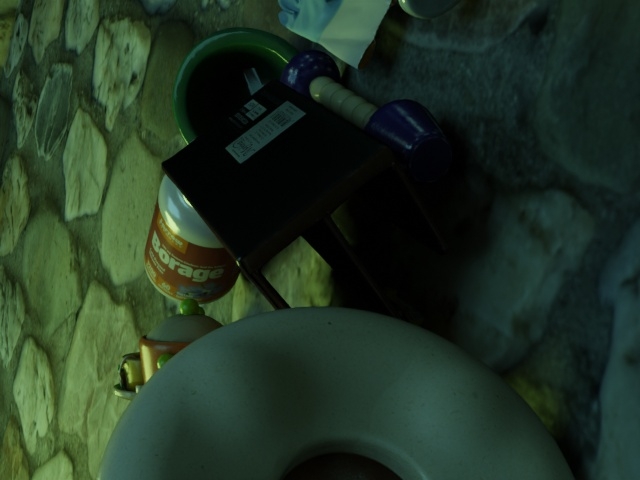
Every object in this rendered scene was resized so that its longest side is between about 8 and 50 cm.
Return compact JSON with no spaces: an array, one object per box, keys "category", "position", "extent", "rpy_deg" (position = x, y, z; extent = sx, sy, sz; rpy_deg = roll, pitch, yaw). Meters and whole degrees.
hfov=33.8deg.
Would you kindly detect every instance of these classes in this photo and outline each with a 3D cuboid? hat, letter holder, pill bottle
[{"category":"hat","position":[-0.074,-0.175,1.304],"extent":[0.208,0.183,0.173],"rpy_deg":[7,102,17]},{"category":"letter holder","position":[0.000,0.000,0.992],"extent":[0.152,0.214,0.302],"rpy_deg":[-38,27,-4]},{"category":"pill bottle","position":[-0.134,-0.024,1.221],"extent":[0.216,0.121,0.121],"rpy_deg":[116,150,-55]}]

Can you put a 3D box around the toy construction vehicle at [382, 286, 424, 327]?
[{"category":"toy construction vehicle","position":[0.070,0.102,0.976],"extent":[0.098,0.035,0.086],"rpy_deg":[54,135,49]}]

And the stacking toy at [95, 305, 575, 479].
[{"category":"stacking toy","position":[-0.024,0.313,0.864],"extent":[0.480,0.351,0.350],"rpy_deg":[111,152,-48]}]

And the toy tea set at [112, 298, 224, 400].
[{"category":"toy tea set","position":[-0.120,0.115,1.134],"extent":[0.336,0.200,0.124],"rpy_deg":[-175,85,-65]}]

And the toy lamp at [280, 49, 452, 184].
[{"category":"toy lamp","position":[0.042,-0.122,1.041],"extent":[0.275,0.080,0.080],"rpy_deg":[41,117,58]}]

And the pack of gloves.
[{"category":"pack of gloves","position":[0.045,-0.297,1.140],"extent":[0.195,0.046,0.232],"rpy_deg":[-61,36,10]}]

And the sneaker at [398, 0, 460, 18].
[{"category":"sneaker","position":[0.114,-0.314,0.982],"extent":[0.217,0.079,0.121],"rpy_deg":[-66,29,8]}]
